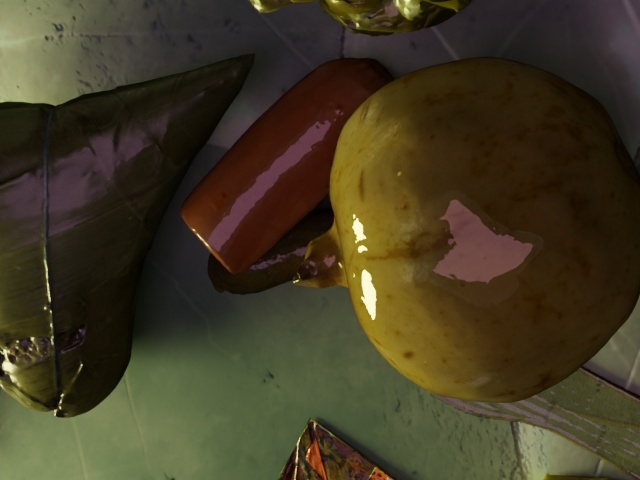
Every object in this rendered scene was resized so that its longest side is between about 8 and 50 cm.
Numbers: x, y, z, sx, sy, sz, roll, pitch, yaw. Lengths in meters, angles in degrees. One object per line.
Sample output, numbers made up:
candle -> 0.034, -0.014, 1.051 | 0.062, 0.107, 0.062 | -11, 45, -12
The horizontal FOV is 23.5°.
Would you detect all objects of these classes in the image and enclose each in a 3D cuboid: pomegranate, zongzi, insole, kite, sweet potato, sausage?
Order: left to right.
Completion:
zongzi -> -0.213, 0.002, 1.668 | 0.393, 0.174, 0.356 | -12, 107, 13
sausage -> -0.027, -0.087, 1.583 | 0.259, 0.113, 0.113 | -45, 88, 8
sweet potato -> 0.000, 0.000, 1.643 | 0.273, 0.075, 0.075 | -15, 99, 17
kite -> 0.005, 0.259, 1.743 | 0.222, 0.008, 0.125 | -12, 101, 21
pomegranate -> 0.136, -0.015, 1.451 | 0.343, 0.342, 0.342 | 5, 106, 17
insole -> 0.236, 0.164, 1.638 | 0.348, 0.009, 0.119 | 26, 111, 10

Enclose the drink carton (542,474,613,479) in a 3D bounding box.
drink carton -> 0.274, 0.440, 1.623 | 0.111, 0.154, 0.351 | 4, 106, 18

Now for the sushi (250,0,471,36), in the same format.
sushi -> 0.057, -0.328, 1.398 | 0.328, 0.329, 0.285 | -1, 99, 14
